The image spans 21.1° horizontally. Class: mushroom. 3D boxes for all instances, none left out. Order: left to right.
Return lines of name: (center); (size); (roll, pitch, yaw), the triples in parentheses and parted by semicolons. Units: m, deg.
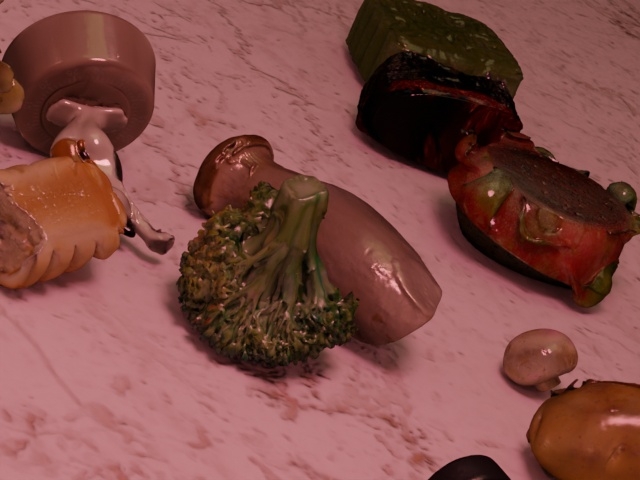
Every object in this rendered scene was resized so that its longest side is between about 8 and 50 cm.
mushroom: (0.000, 0.000, 1.896); (0.350, 0.128, 0.128); (36, 26, 30)
mushroom: (0.246, 0.134, 1.923); (0.084, 0.067, 0.083); (-19, 9, 3)

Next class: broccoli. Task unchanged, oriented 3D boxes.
broccoli: (-0.041, 0.015, 1.738); (0.194, 0.194, 0.219); (15, 32, -22)

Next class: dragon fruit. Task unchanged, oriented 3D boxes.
dragon fruit: (0.285, -0.034, 2.227); (0.295, 0.130, 0.268); (9, 29, -32)

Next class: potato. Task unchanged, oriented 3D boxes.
potato: (0.365, 0.219, 1.762); (0.300, 0.140, 0.173); (16, -17, -8)

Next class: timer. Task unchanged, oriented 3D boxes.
timer: (-0.248, -0.098, 1.858); (0.175, 0.175, 0.266); (12, 44, -28)

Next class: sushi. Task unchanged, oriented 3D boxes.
sushi: (0.162, -0.173, 2.390); (0.225, 0.136, 0.126); (13, 24, -11)

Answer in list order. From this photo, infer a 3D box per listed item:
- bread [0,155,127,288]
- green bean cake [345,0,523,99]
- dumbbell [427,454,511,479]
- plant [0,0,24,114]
bread: (-0.271, -0.017, 1.683); (0.177, 0.084, 0.119); (-16, 70, -46)
green bean cake: (0.175, -0.275, 2.614); (0.248, 0.125, 0.222); (16, 25, -21)
dumbbell: (0.167, 0.283, 1.506); (0.100, 0.100, 0.191); (4, 32, -40)
plant: (-0.491, -0.196, 1.800); (0.261, 0.297, 0.305); (-33, 104, -37)
